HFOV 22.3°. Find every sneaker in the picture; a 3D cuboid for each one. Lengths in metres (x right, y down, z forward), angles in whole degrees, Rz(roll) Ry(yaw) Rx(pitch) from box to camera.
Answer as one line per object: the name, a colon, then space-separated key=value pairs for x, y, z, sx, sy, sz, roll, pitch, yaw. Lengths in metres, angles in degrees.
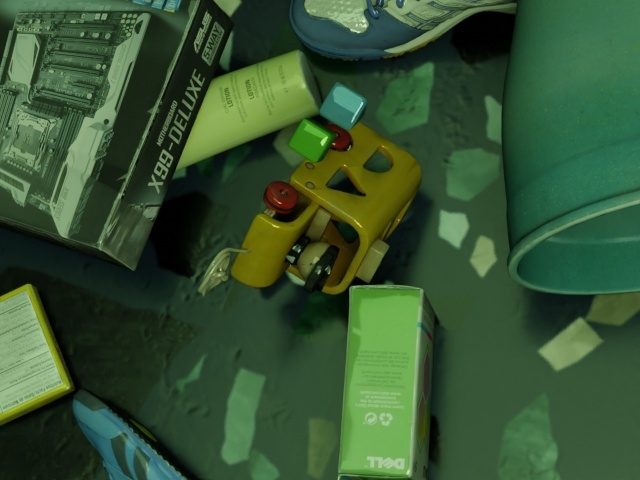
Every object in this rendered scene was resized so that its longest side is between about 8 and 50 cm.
sneaker: x=-0.150 y=0.213 z=1.374 sx=0.209 sy=0.069 sz=0.082 roll=42 pitch=90 yaw=16
sneaker: x=0.109 y=-0.243 z=1.408 sx=0.296 sy=0.131 sz=0.112 roll=-15 pitch=76 yaw=7

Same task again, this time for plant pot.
plant pot: x=0.262 y=-0.117 z=1.281 sx=0.271 sy=0.272 sz=0.255 roll=-10 pitch=73 yaw=7

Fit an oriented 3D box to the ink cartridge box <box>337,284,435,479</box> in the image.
ink cartridge box: x=0.055 y=0.149 z=1.333 sx=0.062 sy=0.109 sz=0.209 roll=2 pitch=77 yaw=11

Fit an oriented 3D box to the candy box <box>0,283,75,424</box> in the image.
candy box: x=-0.330 y=0.128 z=1.446 sx=0.205 sy=0.027 sz=0.105 roll=-24 pitch=77 yaw=3

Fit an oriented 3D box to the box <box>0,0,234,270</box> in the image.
box: x=-0.261 y=-0.132 z=1.445 sx=0.307 sy=0.076 sz=0.242 roll=17 pitch=80 yaw=24

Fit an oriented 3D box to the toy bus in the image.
toy bus: x=0.007 y=-0.010 z=1.338 sx=0.104 sy=0.191 sz=0.202 roll=32 pitch=88 yaw=8

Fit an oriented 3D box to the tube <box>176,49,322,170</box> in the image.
tube: x=-0.118 y=-0.102 z=1.452 sx=0.240 sy=0.062 sz=0.070 roll=-18 pitch=30 yaw=11
